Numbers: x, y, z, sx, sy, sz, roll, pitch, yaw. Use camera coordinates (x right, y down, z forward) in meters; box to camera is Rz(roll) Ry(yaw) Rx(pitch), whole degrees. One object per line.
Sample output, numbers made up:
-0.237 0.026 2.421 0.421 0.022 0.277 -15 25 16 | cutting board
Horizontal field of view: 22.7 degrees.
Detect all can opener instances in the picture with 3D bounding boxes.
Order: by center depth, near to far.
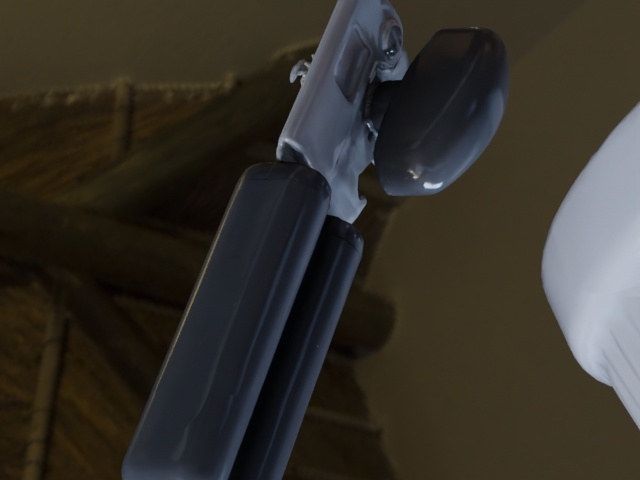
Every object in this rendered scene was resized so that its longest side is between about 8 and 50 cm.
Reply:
0.000 0.000 0.694 0.074 0.093 0.280 54 -129 -43 | can opener

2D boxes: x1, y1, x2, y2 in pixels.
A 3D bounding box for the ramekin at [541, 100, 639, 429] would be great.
0.162 0.009 0.335 0.207 0.207 0.109 -7 -119 -35 | ramekin
